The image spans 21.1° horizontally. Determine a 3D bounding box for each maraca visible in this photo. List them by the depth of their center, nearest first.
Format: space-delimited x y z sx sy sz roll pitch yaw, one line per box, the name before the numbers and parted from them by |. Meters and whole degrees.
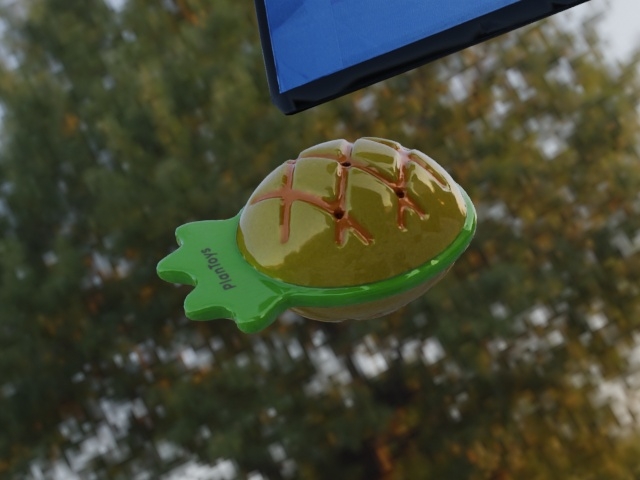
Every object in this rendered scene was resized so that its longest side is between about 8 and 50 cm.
maraca | 0.000 0.000 0.986 0.186 0.127 0.099 -19 -54 -18

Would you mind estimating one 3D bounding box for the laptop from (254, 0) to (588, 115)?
laptop | 0.026 -0.230 0.781 0.234 0.264 0.136 -19 31 23
